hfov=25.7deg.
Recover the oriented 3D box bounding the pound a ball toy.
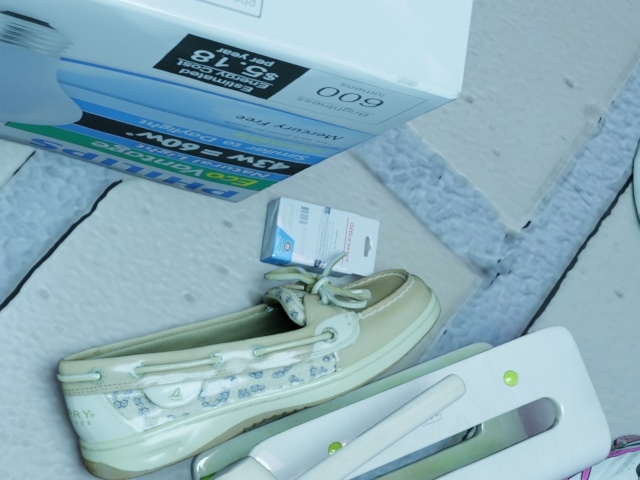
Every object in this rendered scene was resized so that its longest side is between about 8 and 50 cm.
[{"bbox_3d":[0.058,0.168,0.965,0.319,0.208,0.135,-19,88,-25],"label":"pound a ball toy"}]

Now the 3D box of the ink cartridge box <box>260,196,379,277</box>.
[{"bbox_3d":[0.000,0.000,1.069,0.083,0.028,0.048,13,77,-20],"label":"ink cartridge box"}]

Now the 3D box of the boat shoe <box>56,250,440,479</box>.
[{"bbox_3d":[-0.043,0.074,0.990,0.285,0.104,0.089,-24,104,-24],"label":"boat shoe"}]

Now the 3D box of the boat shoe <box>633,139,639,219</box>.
[{"bbox_3d":[0.330,-0.101,1.199,0.079,0.081,0.227,21,73,-18],"label":"boat shoe"}]

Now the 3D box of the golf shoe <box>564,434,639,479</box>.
[{"bbox_3d":[0.217,0.200,1.095,0.186,0.086,0.067,-24,92,-23],"label":"golf shoe"}]

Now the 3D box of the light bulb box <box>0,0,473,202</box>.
[{"bbox_3d":[-0.135,-0.192,0.865,0.358,0.361,0.225,13,77,-20],"label":"light bulb box"}]
